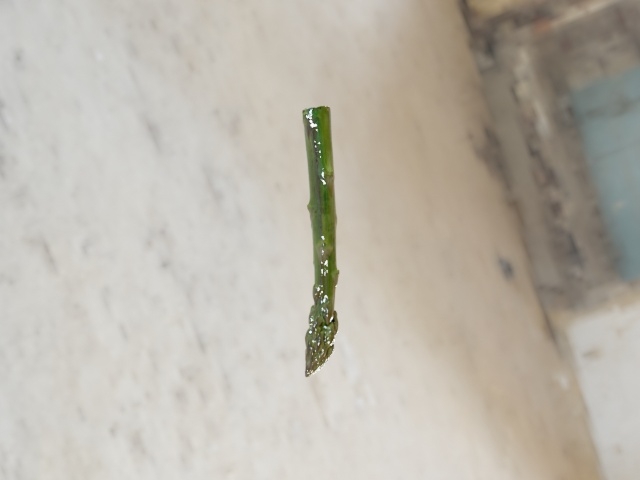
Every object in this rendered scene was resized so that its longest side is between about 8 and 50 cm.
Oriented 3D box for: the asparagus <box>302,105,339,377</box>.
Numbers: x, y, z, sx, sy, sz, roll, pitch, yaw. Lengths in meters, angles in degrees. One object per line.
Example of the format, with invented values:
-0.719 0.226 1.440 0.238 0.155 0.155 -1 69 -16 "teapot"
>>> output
0.000 0.000 0.757 0.014 0.015 0.114 74 14 -77 "asparagus"
